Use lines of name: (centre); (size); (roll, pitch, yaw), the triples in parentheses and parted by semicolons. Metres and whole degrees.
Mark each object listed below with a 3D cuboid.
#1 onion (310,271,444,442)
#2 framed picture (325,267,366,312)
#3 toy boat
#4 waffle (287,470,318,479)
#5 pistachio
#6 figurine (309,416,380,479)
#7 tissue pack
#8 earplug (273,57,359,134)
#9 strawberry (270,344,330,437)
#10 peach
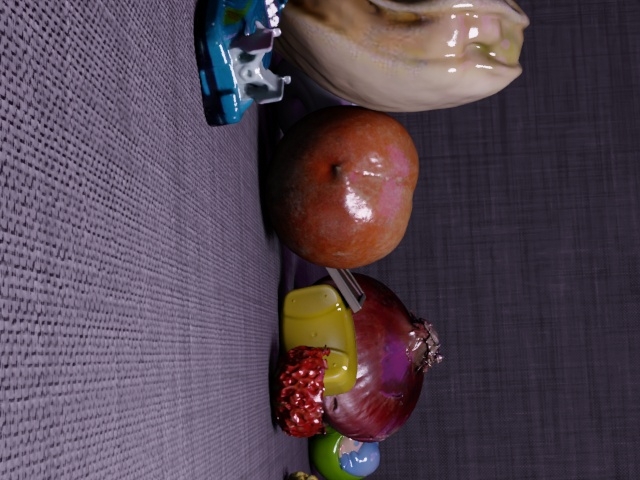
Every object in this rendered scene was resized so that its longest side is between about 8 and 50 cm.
onion: (0.109, 0.213, 2.053); (0.347, 0.285, 0.347); (42, 40, -50)
framed picture: (0.000, 0.000, 1.785); (0.260, 0.023, 0.189); (57, 4, -1)
toy boat: (-0.076, -0.240, 1.180); (0.299, 0.092, 0.134); (-87, 170, -55)
waffle: (0.031, 0.503, 1.656); (0.301, 0.058, 0.281); (47, -26, 48)
pistachio: (0.084, -0.333, 1.515); (0.365, 0.445, 0.281); (-5, 116, -55)
figurine: (0.034, 0.399, 2.207); (0.162, 0.143, 0.263); (-88, 157, -58)
tissue pack: (-0.002, 0.171, 1.743); (0.127, 0.123, 0.178); (76, 7, -65)
earplug: (0.007, -0.236, 1.833); (0.325, 0.175, 0.214); (-83, 157, -75)
strawberry: (-0.029, 0.223, 1.569); (0.145, 0.086, 0.145); (-2, 90, -85)
peach: (0.030, -0.082, 1.585); (0.252, 0.252, 0.252); (-3, 90, -87)
